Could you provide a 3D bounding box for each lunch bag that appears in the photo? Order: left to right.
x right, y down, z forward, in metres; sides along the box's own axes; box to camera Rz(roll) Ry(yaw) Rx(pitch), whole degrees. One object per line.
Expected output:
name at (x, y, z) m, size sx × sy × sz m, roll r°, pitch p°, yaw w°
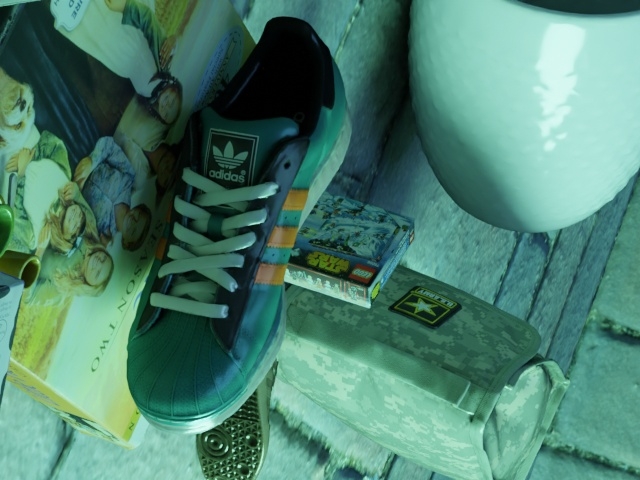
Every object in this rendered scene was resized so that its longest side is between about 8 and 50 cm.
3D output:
lunch bag at (0.096, 0.124, 1.788) m, size 0.169 × 0.235 × 0.287 m, roll -64°, pitch 161°, yaw -5°

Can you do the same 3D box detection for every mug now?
mug at (0.217, -0.213, 1.841) m, size 0.328 × 0.276 × 0.374 m, roll 95°, pitch -8°, yaw -46°

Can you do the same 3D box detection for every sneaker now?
sneaker at (-0.064, -0.020, 1.247) m, size 0.121 × 0.108 × 0.302 m, roll 74°, pitch 31°, yaw -56°
sneaker at (-0.061, 0.135, 1.624) m, size 0.071 × 0.066 × 0.188 m, roll -42°, pitch 145°, yaw -57°

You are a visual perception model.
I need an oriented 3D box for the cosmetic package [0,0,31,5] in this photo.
cosmetic package at (-0.158, -0.241, 0.920) m, size 0.238 × 0.107 × 0.127 m, roll 71°, pitch 13°, yaw -55°

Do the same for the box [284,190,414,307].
box at (0.000, 0.000, 1.566) m, size 0.094 × 0.137 × 0.027 m, roll -54°, pitch 154°, yaw -40°

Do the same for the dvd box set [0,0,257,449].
dvd box set at (-0.152, -0.053, 1.219) m, size 0.307 × 0.062 × 0.420 m, roll -66°, pitch 160°, yaw -14°

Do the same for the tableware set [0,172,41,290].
tableware set at (-0.207, 0.033, 1.026) m, size 0.154 × 0.024 × 0.104 m, roll -40°, pitch 144°, yaw -55°

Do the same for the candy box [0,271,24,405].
candy box at (-0.250, 0.091, 0.920) m, size 0.070 × 0.165 × 0.196 m, roll -20°, pitch 126°, yaw -64°
